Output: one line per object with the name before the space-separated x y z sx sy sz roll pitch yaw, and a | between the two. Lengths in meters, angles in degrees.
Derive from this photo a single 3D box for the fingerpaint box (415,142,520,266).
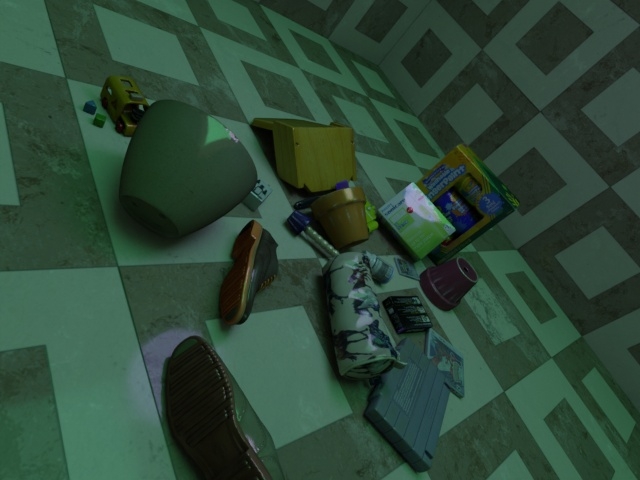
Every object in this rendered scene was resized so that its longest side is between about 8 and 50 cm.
fingerpaint box | 0.600 -0.157 1.929 0.371 0.445 0.163 51 35 7

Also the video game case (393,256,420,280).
video game case | 0.367 0.121 1.776 0.122 0.011 0.087 19 42 -33

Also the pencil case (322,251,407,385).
pencil case | 0.116 0.217 1.269 0.184 0.160 0.410 6 47 -18

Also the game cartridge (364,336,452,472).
game cartridge | 0.274 0.473 1.265 0.230 0.068 0.355 44 34 5

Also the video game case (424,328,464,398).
video game case | 0.451 0.439 1.518 0.183 0.023 0.201 39 34 -8

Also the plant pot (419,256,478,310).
plant pot | 0.555 0.171 1.771 0.201 0.180 0.201 28 38 -25

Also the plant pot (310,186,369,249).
plant pot | 0.088 -0.072 1.539 0.205 0.205 0.187 -8 76 -50

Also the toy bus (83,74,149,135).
toy bus | -0.567 -0.397 1.247 0.202 0.104 0.191 29 37 -23

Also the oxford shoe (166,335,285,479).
oxford shoe | -0.191 0.377 0.844 0.397 0.140 0.146 59 5 27

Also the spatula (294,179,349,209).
spatula | 0.016 -0.167 1.629 0.297 0.030 0.084 -22 102 -34

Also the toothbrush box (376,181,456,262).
toothbrush box | 0.412 -0.077 1.840 0.283 0.206 0.122 51 -6 9

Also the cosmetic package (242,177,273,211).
cosmetic package | -0.280 -0.211 1.395 0.239 0.060 0.099 40 33 -8

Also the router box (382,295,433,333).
router box | 0.322 0.270 1.538 0.179 0.046 0.133 7 50 -42

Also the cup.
cup | -0.360 -0.145 1.059 0.331 0.331 0.237 35 61 -15

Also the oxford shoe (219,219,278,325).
oxford shoe | -0.173 0.090 1.136 0.133 0.130 0.363 36 34 -24

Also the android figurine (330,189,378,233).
android figurine | 0.146 -0.133 1.772 0.248 0.056 0.273 52 36 11

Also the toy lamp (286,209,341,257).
toy lamp | 0.000 0.000 1.454 0.275 0.080 0.080 40 34 -7

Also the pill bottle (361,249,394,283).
pill bottle | 0.204 0.099 1.565 0.137 0.078 0.078 34 35 -16

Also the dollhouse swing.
dollhouse swing | -0.082 -0.367 1.742 0.347 0.305 0.315 -16 106 -45
